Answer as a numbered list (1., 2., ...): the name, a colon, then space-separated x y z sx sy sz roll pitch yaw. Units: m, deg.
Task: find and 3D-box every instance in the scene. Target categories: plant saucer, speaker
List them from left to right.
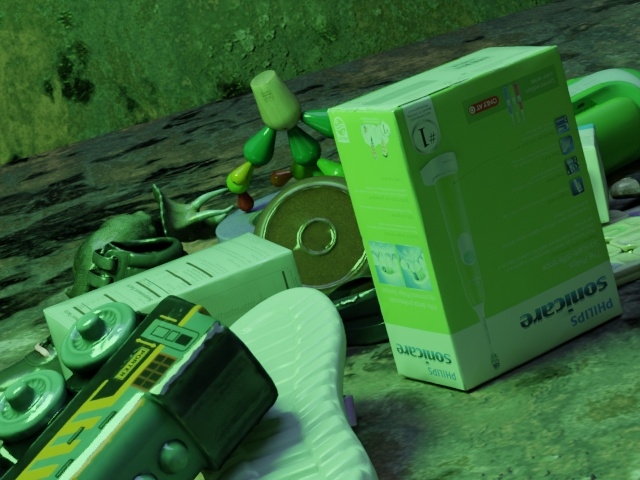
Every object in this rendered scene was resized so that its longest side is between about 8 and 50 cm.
1. plant saucer: 0.000 0.000 2.202 0.168 0.168 0.029 -15 -20 5
2. speaker: 0.301 -0.121 2.398 0.296 0.131 0.131 -26 17 -36

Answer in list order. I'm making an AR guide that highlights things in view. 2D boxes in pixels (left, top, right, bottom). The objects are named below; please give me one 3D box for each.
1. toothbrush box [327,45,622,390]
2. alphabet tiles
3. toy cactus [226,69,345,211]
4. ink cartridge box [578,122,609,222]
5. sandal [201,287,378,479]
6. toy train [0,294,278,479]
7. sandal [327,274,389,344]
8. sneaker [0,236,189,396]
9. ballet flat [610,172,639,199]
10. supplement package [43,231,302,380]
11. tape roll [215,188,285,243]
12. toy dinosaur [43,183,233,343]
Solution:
1. toothbrush box: 0.153 -0.026 1.860 0.206 0.283 0.122 -24 15 -28
2. alphabet tiles: 0.304 0.004 2.127 0.278 0.021 0.284 -20 14 -14
3. toy cactus: -0.035 -0.120 2.328 0.219 0.180 0.112 -14 33 27
4. ink cartridge box: 0.281 -0.069 2.199 0.090 0.092 0.143 -11 13 11
5. sandal: -0.028 0.180 1.669 0.169 0.102 0.416 -29 25 8
6. toy train: -0.188 0.181 1.598 0.334 0.142 0.190 -48 33 -22
7. sandal: 0.021 0.075 2.092 0.254 0.054 0.097 -7 17 34
8. sneaker: -0.266 0.086 2.185 0.295 0.147 0.104 -21 16 -15
9. ballet flat: 0.400 -0.084 2.285 0.057 0.049 0.173 -2 15 46
10. supplement package: -0.144 0.101 1.998 0.244 0.139 0.134 -20 16 -19
11. tape roll: 0.013 -0.009 2.365 0.275 0.090 0.275 -15 13 4
12. toy dinosaur: -0.260 0.023 2.388 0.121 0.160 0.313 40 40 18
